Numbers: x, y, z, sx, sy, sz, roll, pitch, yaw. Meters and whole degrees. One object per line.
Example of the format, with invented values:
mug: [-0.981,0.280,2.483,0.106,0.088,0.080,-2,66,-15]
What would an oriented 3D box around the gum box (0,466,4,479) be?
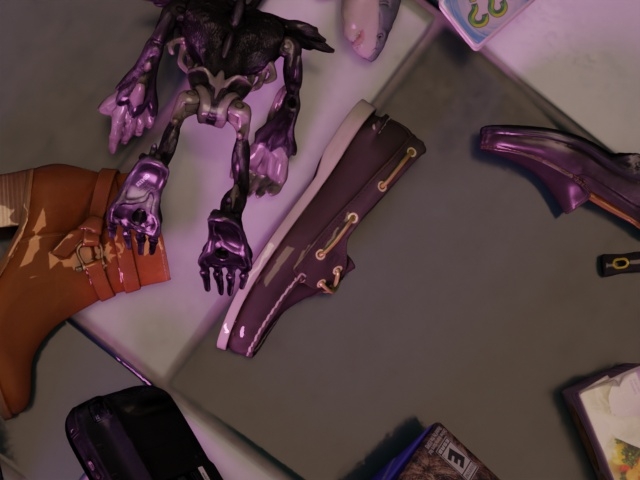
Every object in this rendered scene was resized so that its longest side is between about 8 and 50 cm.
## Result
gum box: [-0.273,0.141,1.360,0.041,0.184,0.157,-14,87,-5]

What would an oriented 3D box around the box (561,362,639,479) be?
box: [0.284,0.255,1.457,0.063,0.067,0.324,-22,89,-5]

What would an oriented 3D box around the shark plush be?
shark plush: [0.061,-0.224,1.490,0.067,0.073,0.161,41,63,-20]

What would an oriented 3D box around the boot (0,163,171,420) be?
boot: [-0.192,0.037,1.431,0.152,0.073,0.197,-3,90,-9]

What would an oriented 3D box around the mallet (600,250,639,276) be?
mallet: [0.322,0.001,1.492,0.189,0.039,0.062,1,86,0]

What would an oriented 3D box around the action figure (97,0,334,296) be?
action figure: [-0.088,-0.095,1.407,0.164,0.141,0.276,20,49,-9]

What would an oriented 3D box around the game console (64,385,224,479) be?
game console: [-0.064,0.264,1.390,0.044,0.213,0.361,-43,70,33]

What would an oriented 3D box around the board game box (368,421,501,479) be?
board game box: [0.110,0.322,1.340,0.291,0.232,0.141,43,125,-1]

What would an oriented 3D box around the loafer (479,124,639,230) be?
loafer: [0.205,-0.051,1.472,0.170,0.062,0.061,16,90,-2]

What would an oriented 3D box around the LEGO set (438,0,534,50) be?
LEGO set: [0.160,-0.294,1.466,0.244,0.060,0.182,-40,95,-20]

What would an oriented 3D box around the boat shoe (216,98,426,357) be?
boat shoe: [0.000,0.000,1.441,0.068,0.081,0.228,32,82,2]
